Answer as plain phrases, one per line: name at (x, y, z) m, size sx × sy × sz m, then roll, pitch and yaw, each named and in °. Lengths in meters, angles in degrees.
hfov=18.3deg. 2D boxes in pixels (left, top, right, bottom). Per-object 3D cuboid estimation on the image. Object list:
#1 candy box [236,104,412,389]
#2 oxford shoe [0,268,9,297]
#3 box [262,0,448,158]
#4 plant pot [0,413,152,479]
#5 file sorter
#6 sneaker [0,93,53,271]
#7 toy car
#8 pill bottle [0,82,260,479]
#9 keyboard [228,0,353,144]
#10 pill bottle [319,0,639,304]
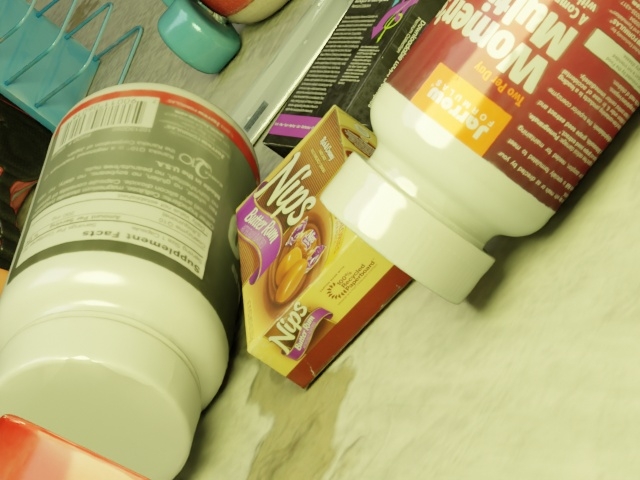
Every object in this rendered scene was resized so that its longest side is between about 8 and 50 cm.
candy box at (0.000, 0.000, 1.301) m, size 0.109 × 0.053 × 0.186 m, roll -46°, pitch 24°, yaw 20°
oxford shoe at (-0.367, 0.143, 1.754) m, size 0.364 × 0.130 × 0.132 m, roll -37°, pitch 40°, yaw 50°
box at (0.030, -0.128, 1.459) m, size 0.162 × 0.029 × 0.116 m, roll -59°, pitch 23°, yaw -7°
plant pot at (-0.127, 0.207, 1.075) m, size 0.174 × 0.191 × 0.191 m, roll -61°, pitch 22°, yaw -9°
file sorter at (-0.284, -0.214, 2.040) m, size 0.104 × 0.170 × 0.118 m, roll -31°, pitch 31°, yaw 41°
sneaker at (-0.364, -0.033, 2.014) m, size 0.136 × 0.116 × 0.314 m, roll -41°, pitch 25°, yaw 33°
toy car at (-0.118, -0.313, 1.750) m, size 0.219 × 0.238 × 0.210 m, roll -48°, pitch 23°, yaw 17°
pill bottle at (-0.136, 0.033, 1.382) m, size 0.161 × 0.161 × 0.283 m, roll -40°, pitch 26°, yaw 33°
keyboard at (-0.053, -0.102, 1.618) m, size 0.256 × 0.014 × 0.072 m, roll -53°, pitch 27°, yaw 4°
pill bottle at (0.105, -0.080, 1.108) m, size 0.221 × 0.121 × 0.121 m, roll -52°, pitch 22°, yaw 5°
